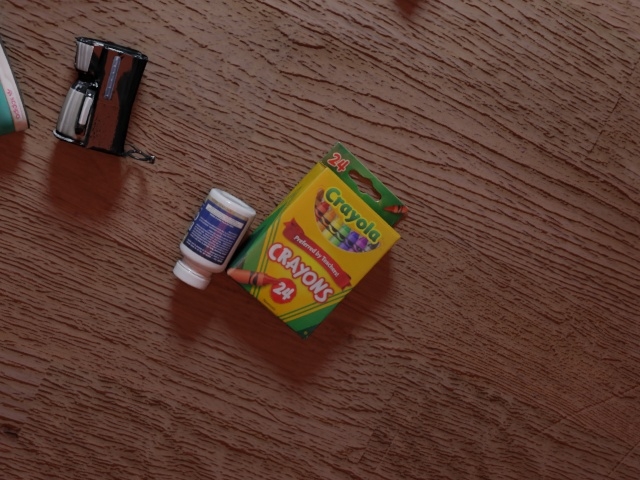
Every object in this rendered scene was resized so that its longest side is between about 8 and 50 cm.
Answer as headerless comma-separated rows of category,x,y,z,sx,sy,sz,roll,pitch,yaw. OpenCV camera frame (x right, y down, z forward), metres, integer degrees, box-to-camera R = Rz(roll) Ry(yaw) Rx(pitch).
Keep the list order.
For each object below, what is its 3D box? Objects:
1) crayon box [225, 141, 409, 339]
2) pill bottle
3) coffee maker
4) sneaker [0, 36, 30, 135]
crayon box,0.000,0.000,1.752,0.202,0.081,0.318,41,93,-18
pill bottle,-0.196,-0.001,1.703,0.094,0.094,0.169,29,97,-17
coffee maker,-0.352,-0.242,1.610,0.171,0.120,0.178,10,104,-38
sneaker,-0.605,-0.297,1.532,0.178,0.124,0.295,-20,109,-16
